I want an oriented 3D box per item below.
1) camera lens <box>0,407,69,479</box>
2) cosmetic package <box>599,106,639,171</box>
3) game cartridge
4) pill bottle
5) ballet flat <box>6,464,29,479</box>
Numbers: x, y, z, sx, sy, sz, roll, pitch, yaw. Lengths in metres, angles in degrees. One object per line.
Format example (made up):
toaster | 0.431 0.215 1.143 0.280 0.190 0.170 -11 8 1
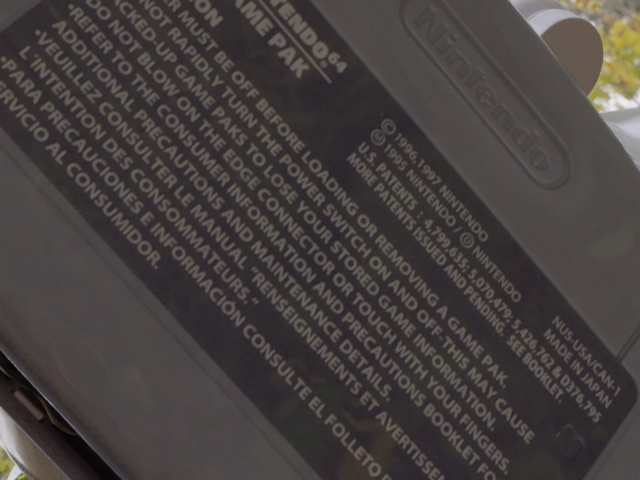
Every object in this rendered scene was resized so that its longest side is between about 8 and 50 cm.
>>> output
camera lens | -0.160 0.089 1.036 0.219 0.219 0.274 -19 -25 -15
cosmetic package | 0.425 -0.047 1.515 0.365 0.155 0.197 -14 -43 -38
game cartridge | 0.000 0.000 0.380 0.294 0.060 0.196 49 -116 -8
pill bottle | 0.188 -0.207 1.348 0.119 0.208 0.119 -14 -62 -27
ballet flat | -0.246 0.219 1.324 0.231 0.077 0.077 -36 -71 -42
